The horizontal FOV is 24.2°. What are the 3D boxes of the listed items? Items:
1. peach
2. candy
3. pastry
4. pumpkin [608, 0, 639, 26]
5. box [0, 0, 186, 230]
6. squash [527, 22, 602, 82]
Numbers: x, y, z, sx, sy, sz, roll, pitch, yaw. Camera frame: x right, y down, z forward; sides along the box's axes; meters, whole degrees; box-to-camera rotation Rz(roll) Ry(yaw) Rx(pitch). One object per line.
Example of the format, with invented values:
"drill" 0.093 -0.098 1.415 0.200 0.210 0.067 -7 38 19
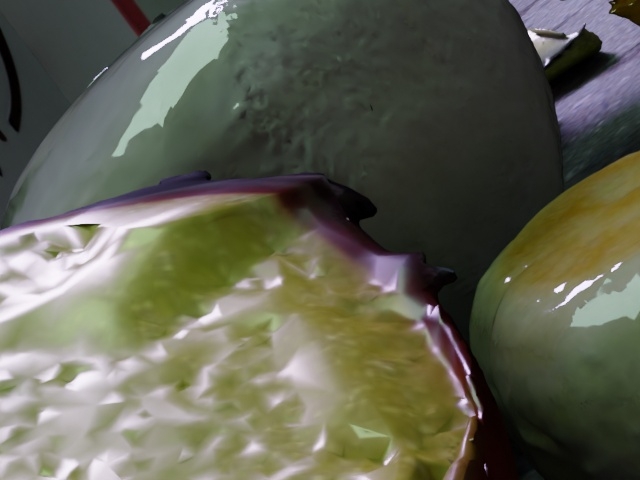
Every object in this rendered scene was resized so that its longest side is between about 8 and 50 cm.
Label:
"peach" -0.064 0.139 0.375 0.257 0.201 0.362 -10 26 -2
"candy" 0.000 0.000 0.639 0.295 0.185 0.295 -43 -22 -22
"pastry" 0.122 0.021 0.476 0.156 0.092 0.156 -32 17 11
"pumpkin" 0.158 -0.163 0.766 0.280 0.190 0.139 -21 24 25
"box" -0.132 -0.195 0.915 0.300 0.314 0.312 -27 13 49
"squash" 0.119 -0.157 1.149 0.252 0.093 0.170 -32 58 42
